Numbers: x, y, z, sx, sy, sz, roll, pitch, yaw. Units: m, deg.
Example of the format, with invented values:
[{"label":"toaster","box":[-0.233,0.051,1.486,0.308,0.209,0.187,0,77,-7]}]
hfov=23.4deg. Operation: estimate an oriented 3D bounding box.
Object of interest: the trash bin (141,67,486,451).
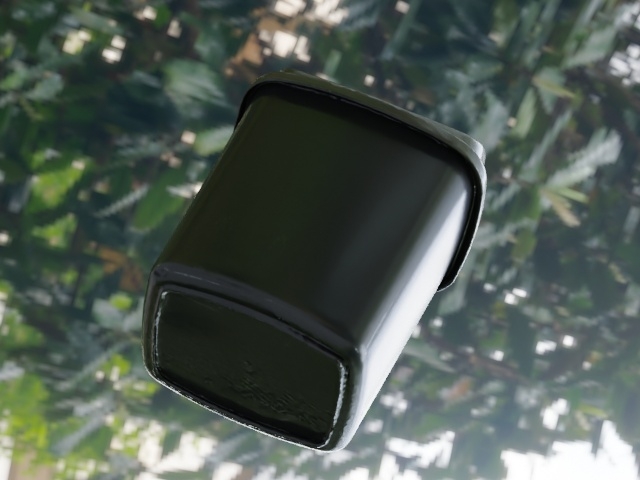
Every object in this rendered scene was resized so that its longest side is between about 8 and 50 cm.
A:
[{"label":"trash bin","box":[0.000,0.000,1.182,0.182,0.209,0.290,104,12,-46]}]
